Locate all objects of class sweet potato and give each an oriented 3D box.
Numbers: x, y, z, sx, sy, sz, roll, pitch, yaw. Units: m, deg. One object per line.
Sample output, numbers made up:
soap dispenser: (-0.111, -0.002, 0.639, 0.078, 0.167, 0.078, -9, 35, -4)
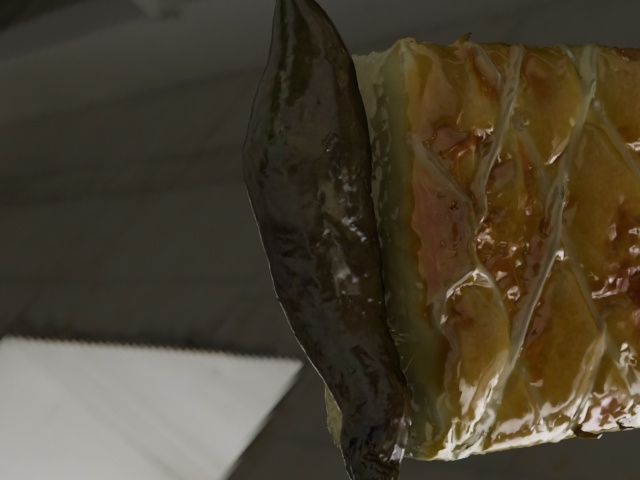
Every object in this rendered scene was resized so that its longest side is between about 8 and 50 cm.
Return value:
sweet potato: (0.001, 0.002, 0.501, 0.038, 0.153, 0.041, -12, 172, 8)

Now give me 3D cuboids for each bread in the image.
bread: (0.088, -0.002, 0.570, 0.068, 0.188, 0.125, -3, -90, 55)
